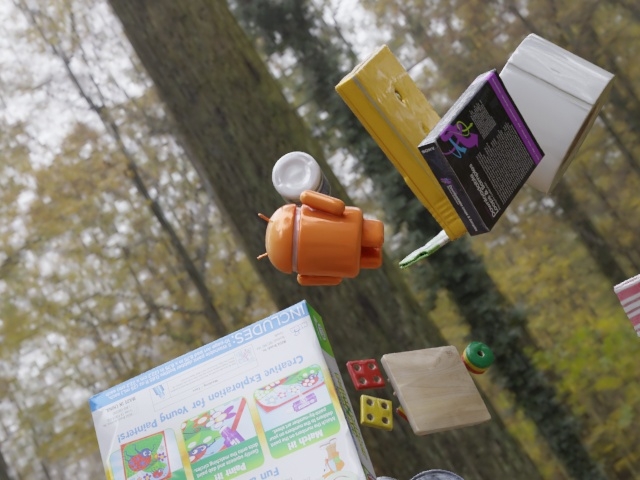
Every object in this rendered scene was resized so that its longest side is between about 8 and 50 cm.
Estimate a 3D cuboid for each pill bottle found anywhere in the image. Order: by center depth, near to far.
[{"bbox_3d":[-0.032,-0.104,2.203,0.094,0.094,0.169,-33,-19,2],"label":"pill bottle"}]

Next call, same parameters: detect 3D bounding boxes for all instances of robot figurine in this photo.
[{"bbox_3d":[0.000,-0.002,1.949,0.219,0.128,0.158,3,-21,2],"label":"robot figurine"}]

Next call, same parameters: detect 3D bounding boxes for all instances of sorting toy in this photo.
[{"bbox_3d":[0.156,0.229,1.653,0.274,0.132,0.046,-4,-37,-31],"label":"sorting toy"}]

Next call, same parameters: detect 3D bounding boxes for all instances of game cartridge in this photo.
[{"bbox_3d":[0.165,-0.177,1.947,0.052,0.324,0.285,-33,9,22],"label":"game cartridge"}]

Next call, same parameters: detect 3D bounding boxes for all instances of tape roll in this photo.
[{"bbox_3d":[0.395,-0.226,2.014,0.246,0.169,0.246,-54,-15,-21],"label":"tape roll"}]

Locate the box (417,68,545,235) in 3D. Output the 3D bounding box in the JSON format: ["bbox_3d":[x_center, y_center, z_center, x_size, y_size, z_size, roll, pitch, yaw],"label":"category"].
[{"bbox_3d":[0.174,-0.095,1.192,0.029,0.116,0.162,-18,21,42],"label":"box"}]

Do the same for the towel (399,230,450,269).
[{"bbox_3d":[0.225,-0.002,2.116,0.152,0.023,0.113,-33,-2,-31],"label":"towel"}]

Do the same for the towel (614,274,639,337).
[{"bbox_3d":[0.646,0.138,2.057,0.144,0.197,0.029,-28,4,23],"label":"towel"}]

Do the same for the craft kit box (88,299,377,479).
[{"bbox_3d":[-0.080,0.217,1.072,0.249,0.247,0.061,-24,-32,8],"label":"craft kit box"}]

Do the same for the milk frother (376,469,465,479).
[{"bbox_3d":[0.104,0.348,1.261,0.129,0.143,0.135,6,-36,6],"label":"milk frother"}]
